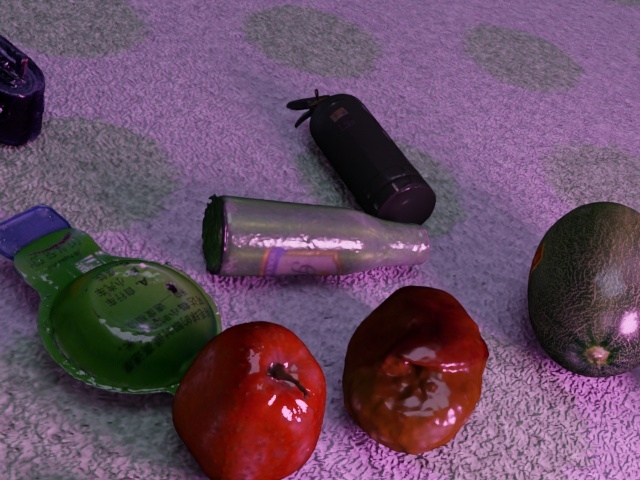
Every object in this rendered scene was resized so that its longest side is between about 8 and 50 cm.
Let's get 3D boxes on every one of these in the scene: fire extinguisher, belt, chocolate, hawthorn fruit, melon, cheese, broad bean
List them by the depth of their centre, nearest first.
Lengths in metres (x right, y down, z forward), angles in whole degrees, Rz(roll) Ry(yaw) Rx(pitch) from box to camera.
[{"bbox_3d":[-0.058,0.145,0.938,0.163,0.203,0.162,14,49,-16],"label":"hawthorn fruit"},{"bbox_3d":[0.106,0.139,1.080,0.156,0.122,0.228,22,34,4],"label":"broad bean"},{"bbox_3d":[-0.240,0.064,1.082,0.320,0.083,0.204,36,43,21],"label":"cheese"},{"bbox_3d":[0.350,0.064,1.213,0.182,0.182,0.287,21,36,7],"label":"melon"},{"bbox_3d":[0.000,0.000,1.243,0.291,0.110,0.110,3,39,-20],"label":"chocolate"},{"bbox_3d":[-0.470,-0.235,1.345,0.218,0.128,0.122,37,41,24],"label":"belt"},{"bbox_3d":[0.051,-0.133,1.433,0.114,0.095,0.311,-27,48,-3],"label":"fire extinguisher"}]

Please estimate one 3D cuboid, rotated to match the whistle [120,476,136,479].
[{"bbox_3d":[-0.086,0.293,0.862,0.258,0.067,0.126,26,25,20],"label":"whistle"}]
